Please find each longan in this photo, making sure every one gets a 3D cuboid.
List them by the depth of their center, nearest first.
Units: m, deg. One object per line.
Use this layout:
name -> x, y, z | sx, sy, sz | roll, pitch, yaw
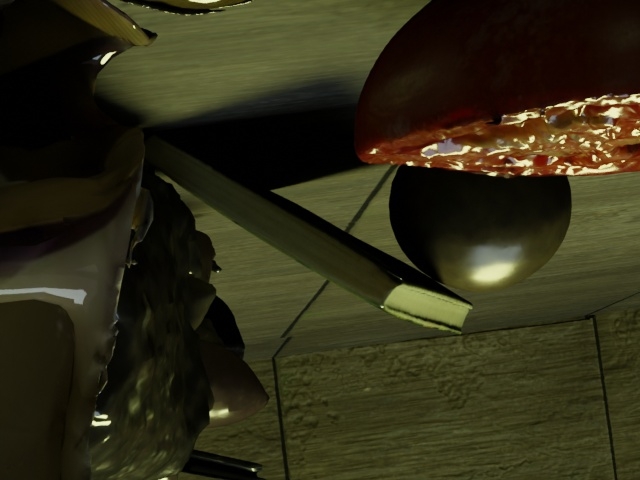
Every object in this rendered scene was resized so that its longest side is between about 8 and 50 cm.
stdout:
longan -> 0.092, -0.024, 0.933 | 0.106, 0.106, 0.119 | -9, -148, 9

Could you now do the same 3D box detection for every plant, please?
plant -> -0.132, 0.044, 0.822 | 0.194, 0.181, 0.321 | 0, 178, 4

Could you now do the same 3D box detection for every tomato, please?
tomato -> 0.106, -0.073, 0.623 | 0.166, 0.082, 0.174 | 2, 172, -34

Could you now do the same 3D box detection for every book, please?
book -> 0.000, 0.000, 0.926 | 0.160, 0.024, 0.228 | 31, -177, 15

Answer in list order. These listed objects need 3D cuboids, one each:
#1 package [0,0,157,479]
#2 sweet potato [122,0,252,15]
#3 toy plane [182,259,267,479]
package -> -0.170, -0.009, 0.478 | 0.221, 0.165, 0.311 | 25, 175, -26
sweet potato -> -0.061, -0.103, 0.347 | 0.081, 0.062, 0.233 | -26, 163, 15
toy plane -> -0.198, 0.070, 1.099 | 0.382, 0.155, 0.106 | 7, 177, 18
